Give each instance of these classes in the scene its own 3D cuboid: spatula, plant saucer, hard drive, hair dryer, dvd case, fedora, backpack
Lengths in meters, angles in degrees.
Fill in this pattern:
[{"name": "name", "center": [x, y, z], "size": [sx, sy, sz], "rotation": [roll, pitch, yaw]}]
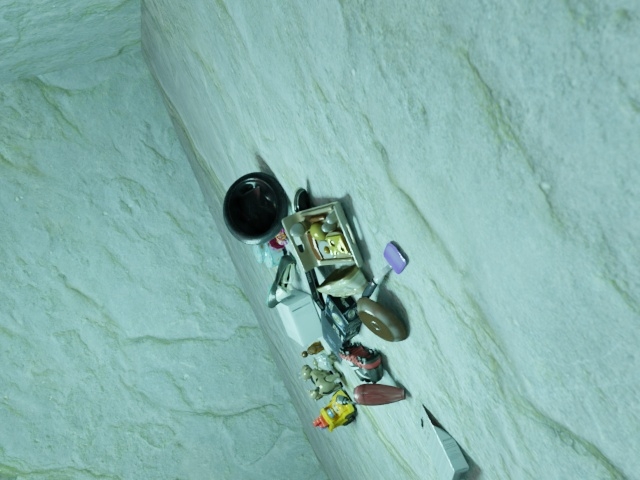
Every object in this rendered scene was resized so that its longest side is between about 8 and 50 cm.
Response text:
[{"name": "spatula", "center": [0.179, 0.110, 1.281], "size": [0.084, 0.030, 0.297], "rotation": [55, 145, 22]}, {"name": "plant saucer", "center": [0.188, 0.266, 1.371], "size": [0.198, 0.036, 0.199], "rotation": [36, 155, 20]}, {"name": "hard drive", "center": [0.064, 0.403, 1.875], "size": [0.172, 0.054, 0.255], "rotation": [46, 152, 39]}, {"name": "hair dryer", "center": [0.213, 0.583, 1.614], "size": [0.293, 0.223, 0.080], "rotation": [-30, 58, 55]}, {"name": "dvd case", "center": [-0.034, 0.152, 1.715], "size": [0.179, 0.029, 0.239], "rotation": [64, -174, -64]}, {"name": "fedora", "center": [-0.268, -0.129, 1.875], "size": [0.334, 0.333, 0.152], "rotation": [57, -172, 21]}, {"name": "backpack", "center": [-0.265, 0.048, 2.150], "size": [0.189, 0.144, 0.166], "rotation": [58, 152, 11]}]

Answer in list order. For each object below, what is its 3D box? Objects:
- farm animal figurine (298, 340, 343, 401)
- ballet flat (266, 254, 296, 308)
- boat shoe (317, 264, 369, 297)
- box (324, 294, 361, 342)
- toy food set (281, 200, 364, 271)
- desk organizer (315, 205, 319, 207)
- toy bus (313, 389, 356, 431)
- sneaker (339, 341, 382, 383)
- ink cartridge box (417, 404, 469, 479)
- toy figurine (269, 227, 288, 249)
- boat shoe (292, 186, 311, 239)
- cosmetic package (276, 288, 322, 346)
[{"name": "farm animal figurine", "center": [-0.015, 0.713, 2.192], "size": [0.326, 0.172, 0.331], "rotation": [6, 113, 65]}, {"name": "ballet flat", "center": [-0.185, 0.209, 2.057], "size": [0.096, 0.095, 0.281], "rotation": [20, 97, 36]}, {"name": "boat shoe", "center": [0.078, 0.163, 1.514], "size": [0.098, 0.109, 0.302], "rotation": [47, 155, -6]}, {"name": "box", "center": [0.089, 0.293, 1.664], "size": [0.147, 0.077, 0.180], "rotation": [53, 155, 28]}, {"name": "toy food set", "center": [0.000, 0.000, 1.450], "size": [0.306, 0.092, 0.220], "rotation": [-9, 108, 53]}, {"name": "desk organizer", "center": [-0.008, -0.058, 1.543], "size": [0.047, 0.050, 0.130], "rotation": [32, 137, 32]}, {"name": "toy bus", "center": [0.062, 0.909, 2.220], "size": [0.150, 0.211, 0.220], "rotation": [54, 155, 31]}, {"name": "sneaker", "center": [0.160, 0.489, 1.679], "size": [0.276, 0.097, 0.135], "rotation": [-3, 108, 66]}, {"name": "ink cartridge box", "center": [0.404, 0.691, 1.421], "size": [0.233, 0.066, 0.189], "rotation": [-106, 8, -48]}, {"name": "toy figurine", "center": [-0.204, -0.026, 2.011], "size": [0.173, 0.130, 0.159], "rotation": [8, 138, 37]}, {"name": "boat shoe", "center": [-0.050, -0.093, 1.589], "size": [0.079, 0.084, 0.233], "rotation": [22, 134, 37]}, {"name": "cosmetic package", "center": [-0.110, 0.385, 2.150], "size": [0.224, 0.138, 0.225], "rotation": [6, 118, 66]}]
